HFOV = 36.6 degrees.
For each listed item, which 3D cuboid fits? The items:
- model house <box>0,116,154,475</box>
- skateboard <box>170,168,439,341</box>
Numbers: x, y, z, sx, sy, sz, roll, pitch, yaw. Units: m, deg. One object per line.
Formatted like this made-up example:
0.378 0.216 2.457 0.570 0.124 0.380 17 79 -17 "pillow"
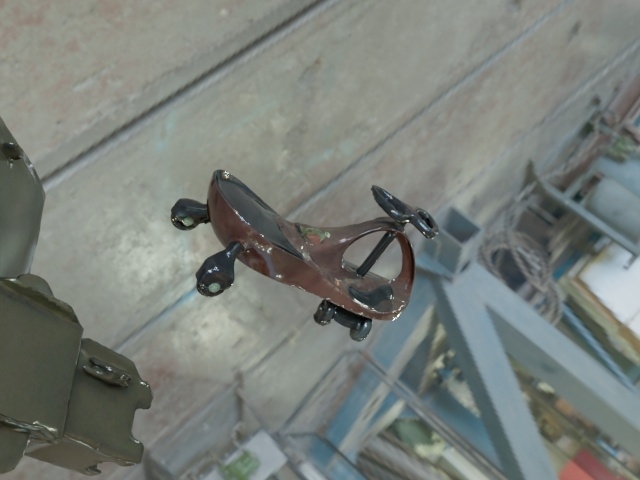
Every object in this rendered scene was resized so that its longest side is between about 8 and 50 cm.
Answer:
-0.195 0.051 0.413 0.204 0.211 0.243 -24 139 36 "model house"
0.000 0.000 0.525 0.151 0.067 0.080 23 114 -36 "skateboard"
